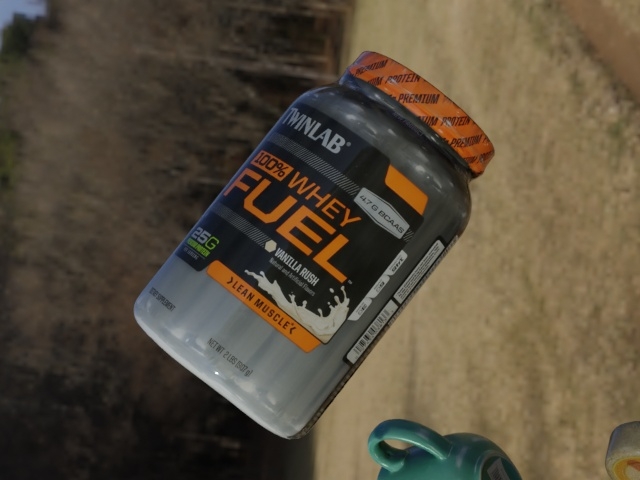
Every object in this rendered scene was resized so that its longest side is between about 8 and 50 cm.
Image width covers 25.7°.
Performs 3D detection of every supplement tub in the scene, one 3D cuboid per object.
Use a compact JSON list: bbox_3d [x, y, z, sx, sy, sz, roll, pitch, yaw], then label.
[{"bbox_3d":[0.000,0.000,0.746,0.190,0.117,0.117,-53,-2,-5],"label":"supplement tub"}]

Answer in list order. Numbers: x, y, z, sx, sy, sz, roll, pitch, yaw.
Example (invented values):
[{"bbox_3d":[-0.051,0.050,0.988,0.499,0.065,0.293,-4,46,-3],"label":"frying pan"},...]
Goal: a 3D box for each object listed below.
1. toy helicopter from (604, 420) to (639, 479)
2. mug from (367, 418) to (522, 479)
[{"bbox_3d":[0.417,0.246,1.226,0.235,0.355,0.140,100,-169,-57],"label":"toy helicopter"},{"bbox_3d":[0.118,0.234,1.258,0.097,0.158,0.129,-25,53,35],"label":"mug"}]
